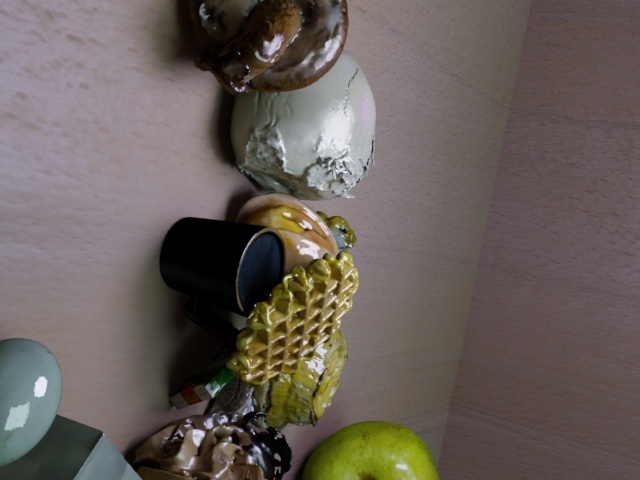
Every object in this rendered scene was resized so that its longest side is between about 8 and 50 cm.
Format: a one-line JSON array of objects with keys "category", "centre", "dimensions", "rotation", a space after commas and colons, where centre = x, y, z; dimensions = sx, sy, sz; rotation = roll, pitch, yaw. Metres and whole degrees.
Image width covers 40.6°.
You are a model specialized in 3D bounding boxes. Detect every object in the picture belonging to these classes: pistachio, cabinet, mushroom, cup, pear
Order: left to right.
[{"category": "cabinet", "centre": [-0.389, 0.391, 1.345], "dimensions": [0.150, 0.145, 0.206], "rotation": [-60, 149, -32]}, {"category": "cup", "centre": [-0.188, 0.077, 1.569], "dimensions": [0.166, 0.176, 0.240], "rotation": [14, 89, -64]}, {"category": "mushroom", "centre": [-0.101, -0.371, 1.498], "dimensions": [0.283, 0.195, 0.263], "rotation": [-48, 115, -29]}, {"category": "pistachio", "centre": [-0.070, 0.049, 1.762], "dimensions": [0.230, 0.229, 0.309], "rotation": [-61, 147, -29]}, {"category": "pear", "centre": [0.136, 0.648, 2.242], "dimensions": [0.391, 0.391, 0.391], "rotation": [-35, 131, -53]}]

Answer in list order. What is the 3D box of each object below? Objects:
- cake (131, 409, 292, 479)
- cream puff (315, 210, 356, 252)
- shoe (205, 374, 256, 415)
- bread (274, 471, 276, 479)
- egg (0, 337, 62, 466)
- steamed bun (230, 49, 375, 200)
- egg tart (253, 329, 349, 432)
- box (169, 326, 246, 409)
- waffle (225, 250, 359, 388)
[{"category": "cake", "centre": [-0.181, 0.454, 1.588], "dimensions": [0.332, 0.332, 0.321], "rotation": [58, 46, -54]}, {"category": "cream puff", "centre": [0.000, 0.000, 1.984], "dimensions": [0.121, 0.156, 0.156], "rotation": [50, 43, -4]}, {"category": "shoe", "centre": [-0.175, 0.348, 1.807], "dimensions": [0.092, 0.089, 0.180], "rotation": [41, 67, -59]}, {"category": "bread", "centre": [-0.180, 0.598, 1.812], "dimensions": [0.156, 0.204, 0.288], "rotation": [58, 45, -31]}, {"category": "egg", "centre": [-0.435, 0.220, 1.177], "dimensions": [0.192, 0.149, 0.149], "rotation": [-57, 147, -40]}, {"category": "steamed bun", "centre": [-0.010, -0.242, 1.711], "dimensions": [0.334, 0.232, 0.312], "rotation": [22, 79, -66]}, {"category": "egg tart", "centre": [-0.029, 0.299, 1.974], "dimensions": [0.345, 0.132, 0.345], "rotation": [90, 26, -48]}, {"category": "box", "centre": [-0.181, 0.236, 1.696], "dimensions": [0.034, 0.132, 0.235], "rotation": [55, 47, -9]}, {"category": "waffle", "centre": [-0.039, 0.148, 1.606], "dimensions": [0.329, 0.062, 0.329], "rotation": [-36, 152, -23]}]
